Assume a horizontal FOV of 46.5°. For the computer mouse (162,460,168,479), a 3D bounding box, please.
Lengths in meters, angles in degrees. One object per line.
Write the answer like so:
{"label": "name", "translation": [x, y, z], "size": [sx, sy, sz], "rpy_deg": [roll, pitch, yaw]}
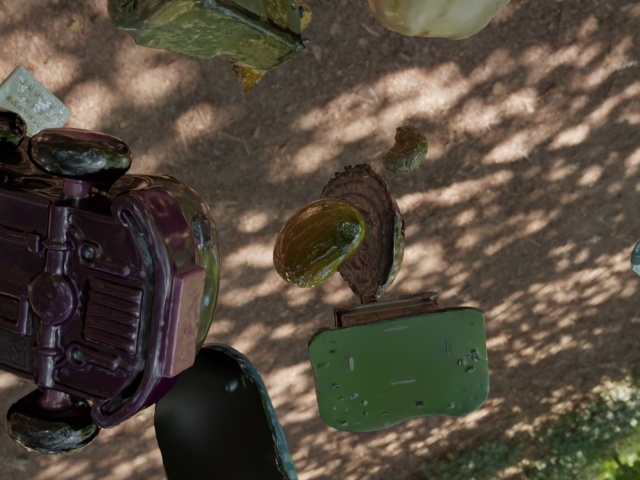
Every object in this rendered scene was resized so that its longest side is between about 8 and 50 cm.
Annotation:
{"label": "computer mouse", "translation": [-0.255, 0.492, 1.560], "size": [0.145, 0.236, 0.082], "rpy_deg": [32, 90, -23]}

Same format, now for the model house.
{"label": "model house", "translation": [0.129, 0.195, 1.297], "size": [0.293, 0.154, 0.207], "rpy_deg": [-9, 111, 0]}

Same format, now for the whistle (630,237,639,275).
{"label": "whistle", "translation": [0.394, -0.010, 0.821], "size": [0.062, 0.062, 0.312], "rpy_deg": [-51, 166, 29]}

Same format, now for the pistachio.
{"label": "pistachio", "translation": [0.219, -0.465, 1.262], "size": [0.321, 0.229, 0.238], "rpy_deg": [-17, 117, 38]}

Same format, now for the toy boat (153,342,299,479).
{"label": "toy boat", "translation": [-0.074, 0.251, 0.784], "size": [0.134, 0.299, 0.092], "rpy_deg": [-20, 174, 22]}

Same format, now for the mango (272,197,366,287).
{"label": "mango", "translation": [-0.004, -0.004, 1.647], "size": [0.139, 0.176, 0.254], "rpy_deg": [13, 135, -45]}

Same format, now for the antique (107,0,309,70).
{"label": "antique", "translation": [-0.132, -0.320, 1.004], "size": [0.150, 0.125, 0.284], "rpy_deg": [-18, 165, 39]}

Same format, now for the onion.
{"label": "onion", "translation": [0.120, -0.024, 1.756], "size": [0.146, 0.314, 0.280], "rpy_deg": [5, 121, -38]}

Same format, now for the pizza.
{"label": "pizza", "translation": [-0.112, -0.329, 1.279], "size": [0.188, 0.062, 0.199], "rpy_deg": [-30, 166, -39]}

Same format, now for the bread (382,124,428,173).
{"label": "bread", "translation": [0.179, -0.180, 1.518], "size": [0.113, 0.082, 0.060], "rpy_deg": [-60, 144, -30]}

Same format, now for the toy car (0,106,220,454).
{"label": "toy car", "translation": [-0.233, 0.020, 0.696], "size": [0.240, 0.340, 0.271], "rpy_deg": [-20, 123, -67]}

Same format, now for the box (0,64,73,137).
{"label": "box", "translation": [-0.402, -0.132, 0.948], "size": [0.090, 0.024, 0.167], "rpy_deg": [47, 67, -35]}
